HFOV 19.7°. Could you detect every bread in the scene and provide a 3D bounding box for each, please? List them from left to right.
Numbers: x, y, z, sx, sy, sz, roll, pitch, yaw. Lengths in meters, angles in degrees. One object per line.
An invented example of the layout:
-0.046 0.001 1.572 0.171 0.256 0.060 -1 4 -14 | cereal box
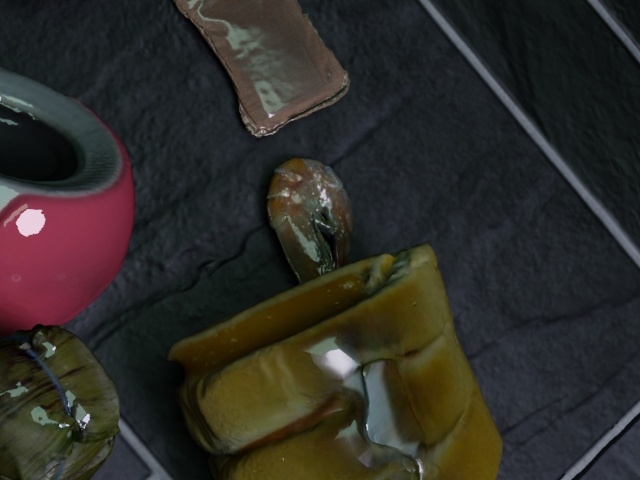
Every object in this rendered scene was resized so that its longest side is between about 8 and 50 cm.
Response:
0.033 0.200 1.829 0.300 0.210 0.341 -18 95 -16 | bread

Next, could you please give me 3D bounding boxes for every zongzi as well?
-0.358 0.216 1.664 0.360 0.323 0.160 -28 81 -16 | zongzi

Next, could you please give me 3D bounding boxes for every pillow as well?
-0.066 -0.225 2.002 0.135 0.034 0.211 -29 86 -17 | pillow

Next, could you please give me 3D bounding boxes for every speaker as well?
-0.329 -0.045 1.753 0.294 0.294 0.294 4 77 -16 | speaker

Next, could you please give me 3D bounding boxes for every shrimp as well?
0.000 0.000 1.967 0.101 0.042 0.190 -12 80 -27 | shrimp
